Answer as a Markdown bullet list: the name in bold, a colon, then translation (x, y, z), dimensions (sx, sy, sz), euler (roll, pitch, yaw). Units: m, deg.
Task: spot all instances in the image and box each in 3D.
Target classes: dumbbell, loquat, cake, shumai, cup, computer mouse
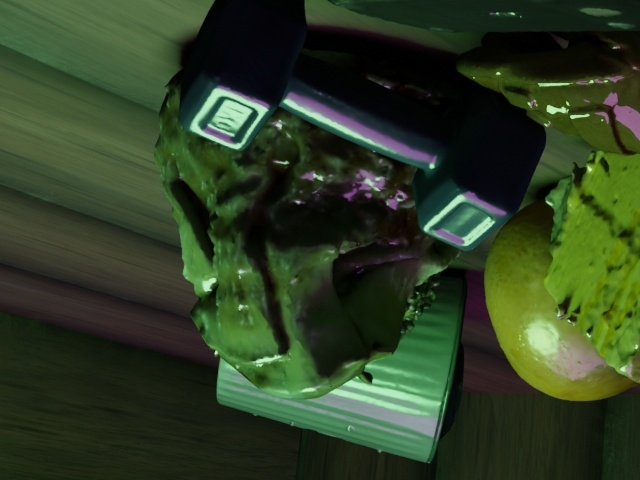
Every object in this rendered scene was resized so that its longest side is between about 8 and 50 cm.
- **dumbbell**: translation (0.036, -0.115, 1.200), dimensions (0.316, 0.156, 0.143), euler (23, 177, -15)
- **loquat**: translation (0.326, 0.068, 1.696), dimensions (0.263, 0.263, 0.263), euler (7, 166, 2)
- **cake**: translation (0.386, 0.012, 1.434), dimensions (0.228, 0.222, 0.286), euler (17, -162, -23)
- **shumai**: translation (0.000, 0.000, 1.408), dimensions (0.395, 0.348, 0.395), euler (8, 162, 3)
- **cup**: translation (0.046, 0.193, 2.274), dimensions (0.392, 0.310, 0.401), euler (12, 165, 3)
- **computer mouse**: translation (0.132, -0.208, 0.969), dimensions (0.269, 0.100, 0.170), euler (8, 180, 44)

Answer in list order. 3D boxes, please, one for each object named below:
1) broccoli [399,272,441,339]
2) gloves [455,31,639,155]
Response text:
- **broccoli**: translation (0.023, 0.037, 1.722), dimensions (0.245, 0.288, 0.248), euler (38, 142, 13)
- **gloves**: translation (0.268, -0.139, 1.113), dimensions (0.331, 0.141, 0.154), euler (0, 166, 27)
